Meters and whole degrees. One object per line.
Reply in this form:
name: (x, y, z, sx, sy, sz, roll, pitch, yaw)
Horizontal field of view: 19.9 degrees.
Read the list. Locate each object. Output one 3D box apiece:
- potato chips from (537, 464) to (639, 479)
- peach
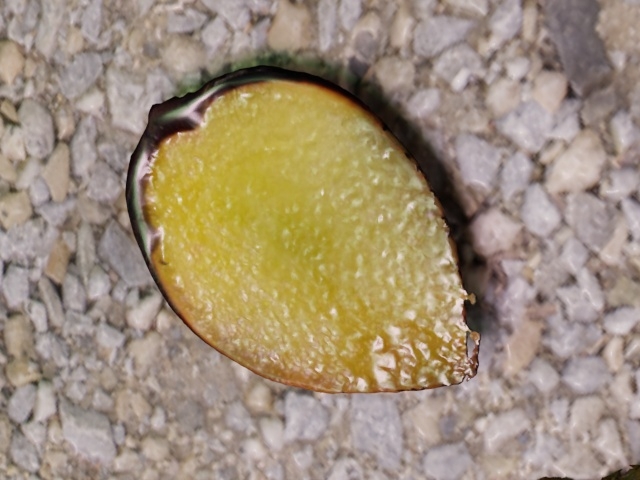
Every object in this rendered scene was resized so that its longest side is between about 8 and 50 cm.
potato chips: (0.176, 0.165, 1.063, 0.026, 0.142, 0.209, 46, 170, -17)
peach: (0.001, -0.001, 1.154, 0.279, 0.068, 0.189, 38, 114, 20)
